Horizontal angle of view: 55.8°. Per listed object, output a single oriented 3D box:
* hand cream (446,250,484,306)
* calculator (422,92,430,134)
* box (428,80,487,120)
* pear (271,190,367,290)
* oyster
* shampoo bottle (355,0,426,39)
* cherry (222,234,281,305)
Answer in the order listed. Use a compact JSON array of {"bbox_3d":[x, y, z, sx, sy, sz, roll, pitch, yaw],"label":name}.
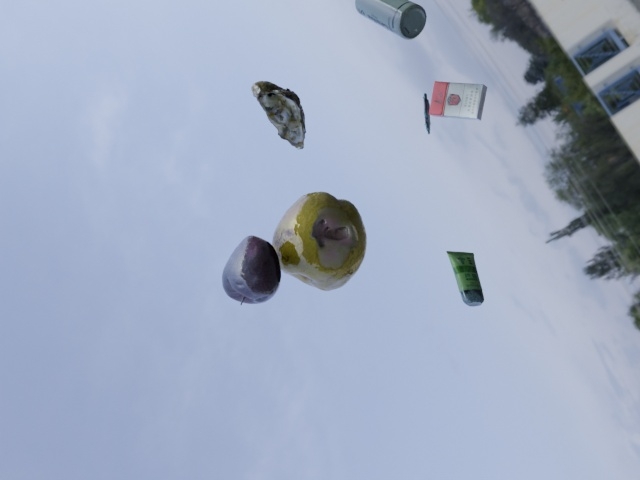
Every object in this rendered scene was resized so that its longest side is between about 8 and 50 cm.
[{"bbox_3d":[0.428,0.107,1.763,0.095,0.046,0.175,3,-121,-18],"label":"hand cream"},{"bbox_3d":[0.381,-0.451,2.161,0.094,0.019,0.141,45,-137,-64],"label":"calculator"},{"bbox_3d":[0.401,-0.409,1.768,0.048,0.152,0.100,4,-82,-60],"label":"box"},{"bbox_3d":[0.000,0.000,1.656,0.271,0.271,0.271,38,-148,-30],"label":"pear"},{"bbox_3d":[-0.137,-0.467,2.240,0.094,0.166,0.294,-78,-23,-44],"label":"oyster"},{"bbox_3d":[0.162,-0.594,1.548,0.085,0.085,0.262,26,-164,-44],"label":"shampoo bottle"},{"bbox_3d":[-0.171,0.080,1.526,0.140,0.176,0.176,25,-141,-23],"label":"cherry"}]
